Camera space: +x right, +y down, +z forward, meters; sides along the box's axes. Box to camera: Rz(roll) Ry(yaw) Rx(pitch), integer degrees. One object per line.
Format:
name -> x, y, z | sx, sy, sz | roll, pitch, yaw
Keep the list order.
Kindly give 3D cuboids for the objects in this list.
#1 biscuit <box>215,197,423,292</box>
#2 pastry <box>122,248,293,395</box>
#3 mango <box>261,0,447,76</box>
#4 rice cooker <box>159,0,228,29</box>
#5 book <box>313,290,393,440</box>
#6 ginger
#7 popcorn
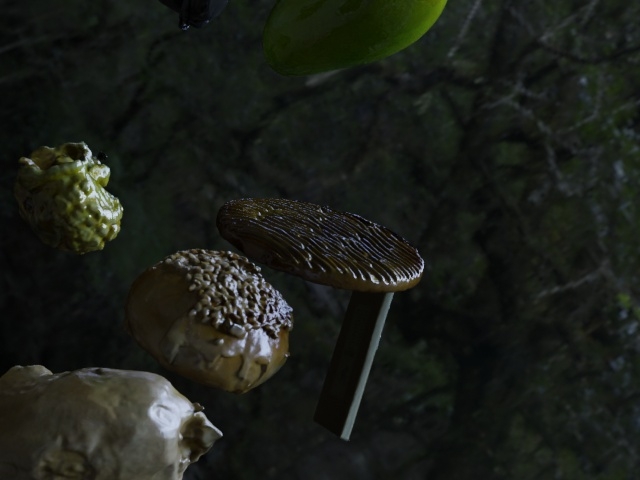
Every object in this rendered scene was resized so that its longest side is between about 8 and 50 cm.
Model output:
biscuit -> 0.000, 0.000, 1.916 | 0.318, 0.318, 0.040 | 31, -67, 44
pastry -> -0.176, 0.116, 2.150 | 0.285, 0.184, 0.315 | 25, 11, -3
mango -> 0.047, -0.340, 1.922 | 0.343, 0.156, 0.192 | -27, -45, 37
rice cooker -> -0.200, -0.450, 2.160 | 0.118, 0.142, 0.203 | 26, -59, 4
book -> 0.062, 0.178, 2.229 | 0.217, 0.021, 0.310 | -178, -75, -77
ginger -> -0.233, 0.186, 1.254 | 0.267, 0.152, 0.138 | 8, -60, 9
popcorn -> -0.437, -0.078, 2.266 | 0.218, 0.169, 0.189 | 20, -49, 51
